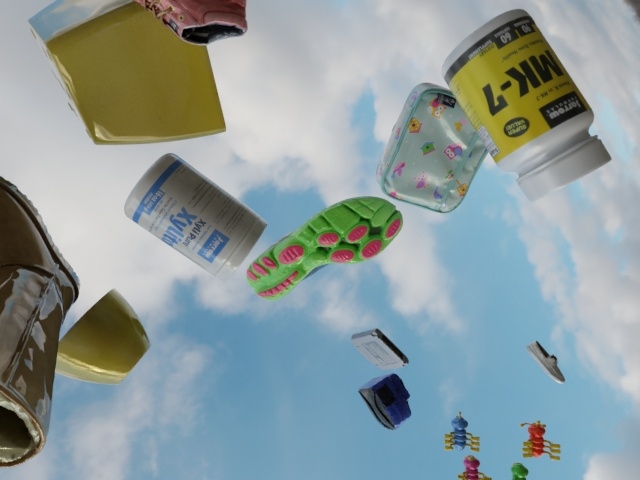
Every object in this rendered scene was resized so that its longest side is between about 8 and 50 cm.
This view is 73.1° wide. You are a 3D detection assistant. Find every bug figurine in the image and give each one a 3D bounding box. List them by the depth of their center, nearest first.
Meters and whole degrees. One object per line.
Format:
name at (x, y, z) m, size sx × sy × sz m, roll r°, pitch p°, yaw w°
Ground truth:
bug figurine at (0.455, 0.555, 1.114) m, size 0.072 × 0.279 × 0.216 m, roll -25°, pitch -62°, yaw -81°

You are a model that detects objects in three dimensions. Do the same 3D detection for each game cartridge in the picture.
game cartridge at (0.087, 0.164, 0.648) m, size 0.083 × 0.056 × 0.017 m, roll 47°, pitch -141°, yaw -21°

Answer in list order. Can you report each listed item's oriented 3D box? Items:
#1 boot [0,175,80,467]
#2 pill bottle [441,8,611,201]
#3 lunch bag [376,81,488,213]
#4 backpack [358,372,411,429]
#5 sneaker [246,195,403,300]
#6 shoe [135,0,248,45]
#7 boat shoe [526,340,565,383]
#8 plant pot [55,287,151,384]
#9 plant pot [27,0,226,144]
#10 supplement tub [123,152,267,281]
boot at (-0.345, 0.053, 0.447) m, size 0.236 × 0.089 × 0.269 m, roll 61°, pitch 175°, yaw -31°
pill bottle at (0.253, -0.161, 0.535) m, size 0.119 × 0.119 × 0.208 m, roll -23°, pitch -99°, yaw -44°
lunch bag at (0.274, -0.211, 1.005) m, size 0.224 × 0.279 × 0.108 m, roll 18°, pitch -154°, yaw -9°
backpack at (0.172, 0.398, 1.069) m, size 0.101 × 0.098 × 0.120 m, roll -27°, pitch -101°, yaw -19°
sneaker at (0.000, 0.000, 1.230) m, size 0.185 × 0.483 × 0.202 m, roll 60°, pitch -160°, yaw -15°
shoe at (-0.164, -0.255, 0.452) m, size 0.178 × 0.063 × 0.081 m, roll -5°, pitch -87°, yaw -8°
boat shoe at (0.498, 0.263, 0.942) m, size 0.035 × 0.035 × 0.100 m, roll 2°, pitch -137°, yaw -46°
plant pot at (-0.304, 0.150, 0.619) m, size 0.095 × 0.134 × 0.134 m, roll 40°, pitch -133°, yaw -10°
plant pot at (-0.290, -0.261, 0.639) m, size 0.187 × 0.212 × 0.212 m, roll -29°, pitch -131°, yaw -23°
supplement tub at (-0.110, -0.020, 0.386) m, size 0.107 × 0.071 × 0.071 m, roll 36°, pitch -132°, yaw -11°
